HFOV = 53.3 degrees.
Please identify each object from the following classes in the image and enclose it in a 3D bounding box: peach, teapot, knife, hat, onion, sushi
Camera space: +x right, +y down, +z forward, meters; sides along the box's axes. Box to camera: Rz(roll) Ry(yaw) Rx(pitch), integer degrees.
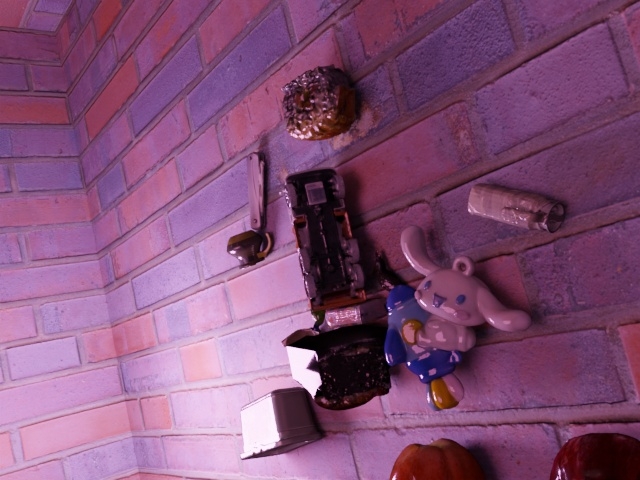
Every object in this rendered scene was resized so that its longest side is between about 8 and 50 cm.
[{"bbox_3d":[0.281,0.617,1.542,0.232,0.232,0.256,-16,73,51],"label":"peach"},{"bbox_3d":[-0.237,0.026,2.181,0.166,0.130,0.119,-18,97,19],"label":"teapot"},{"bbox_3d":[-0.215,-0.168,2.172,0.073,0.041,0.265,8,102,40],"label":"knife"},{"bbox_3d":[-0.037,0.360,2.027,0.147,0.085,0.175,14,129,38],"label":"hat"},{"bbox_3d":[0.557,0.491,1.212,0.246,0.190,0.246,28,133,35],"label":"onion"},{"bbox_3d":[-0.013,-0.382,1.811,0.274,0.139,0.184,-15,82,45],"label":"sushi"},{"bbox_3d":[0.411,-0.071,1.368,0.200,0.107,0.077,21,108,47],"label":"teapot"},{"bbox_3d":[0.074,0.355,1.755,0.215,0.227,0.212,-6,98,56],"label":"sushi"}]

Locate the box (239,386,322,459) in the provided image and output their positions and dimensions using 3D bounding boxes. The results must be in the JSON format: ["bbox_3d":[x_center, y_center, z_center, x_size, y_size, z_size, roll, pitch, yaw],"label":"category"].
[{"bbox_3d":[-0.150,0.610,2.126,0.312,0.175,0.182,-39,57,46],"label":"box"}]

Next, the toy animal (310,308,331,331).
[{"bbox_3d":[0.004,0.191,1.954,0.041,0.075,0.217,-42,35,42],"label":"toy animal"}]

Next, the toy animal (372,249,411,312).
[{"bbox_3d":[0.190,0.116,1.717,0.105,0.070,0.202,-39,62,32],"label":"toy animal"}]

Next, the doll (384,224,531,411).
[{"bbox_3d":[0.271,0.198,1.518,0.365,0.187,0.376,-67,29,22],"label":"doll"}]

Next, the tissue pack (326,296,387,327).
[{"bbox_3d":[0.102,0.204,1.786,0.148,0.109,0.060,-18,85,50],"label":"tissue pack"}]

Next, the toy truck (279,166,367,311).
[{"bbox_3d":[0.000,0.000,1.817,0.207,0.173,0.387,140,119,-78],"label":"toy truck"}]
